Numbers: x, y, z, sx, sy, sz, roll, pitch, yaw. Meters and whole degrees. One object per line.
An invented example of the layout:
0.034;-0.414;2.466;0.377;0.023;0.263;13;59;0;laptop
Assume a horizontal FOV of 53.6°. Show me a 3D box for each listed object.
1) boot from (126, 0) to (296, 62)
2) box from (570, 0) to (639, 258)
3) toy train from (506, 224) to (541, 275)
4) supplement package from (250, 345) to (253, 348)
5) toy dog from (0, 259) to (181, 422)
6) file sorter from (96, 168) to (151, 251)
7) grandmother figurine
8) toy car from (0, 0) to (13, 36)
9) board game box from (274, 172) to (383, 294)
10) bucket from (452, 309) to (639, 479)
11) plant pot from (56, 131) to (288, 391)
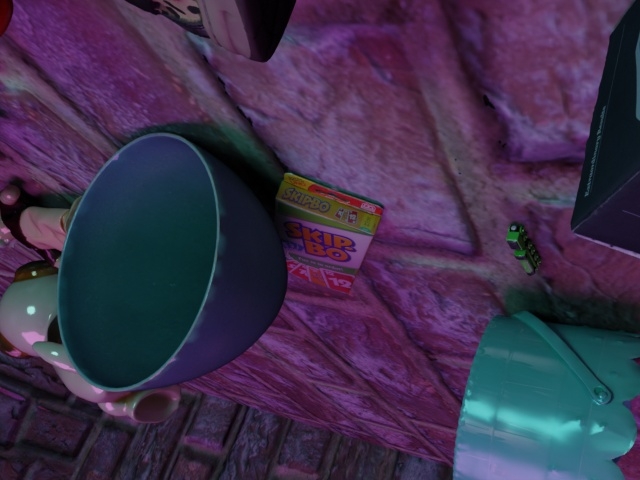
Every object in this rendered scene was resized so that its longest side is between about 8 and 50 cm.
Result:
-0.158;-0.248;0.284;0.284;0.138;0.377;16;162;11;boot
0.216;-0.089;0.283;0.108;0.153;0.207;19;159;4;box
0.217;0.012;0.675;0.017;0.024;0.083;3;151;37;toy train
-0.200;0.114;1.163;0.179;0.105;0.105;12;156;23;supplement package
-0.522;0.211;1.379;0.407;0.285;0.395;20;-167;26;toy dog
-0.275;-0.008;0.955;0.118;0.105;0.170;17;157;9;file sorter
-0.504;-0.022;1.146;0.342;0.104;0.208;8;127;36;grandmother figurine
-0.338;-0.211;0.527;0.182;0.159;0.136;31;-152;29;toy car
0.000;0.000;0.829;0.124;0.039;0.259;20;155;3;board game box
0.287;0.226;0.789;0.183;0.281;0.281;12;156;25;bucket
-0.152;0.039;0.773;0.290;0.290;0.195;1;168;40;plant pot
